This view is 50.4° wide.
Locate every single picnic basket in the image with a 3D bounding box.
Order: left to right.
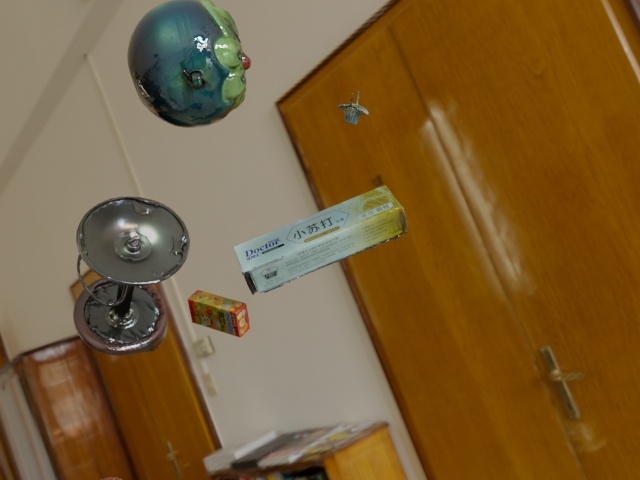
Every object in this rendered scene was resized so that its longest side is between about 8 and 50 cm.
[{"bbox_3d":[0.085,-0.342,1.753,0.083,0.083,0.065,19,17,17],"label":"picnic basket"}]

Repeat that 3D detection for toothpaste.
[{"bbox_3d":[0.000,0.000,1.250,0.312,0.089,0.071,-23,-48,-5],"label":"toothpaste"}]

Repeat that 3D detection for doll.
[{"bbox_3d":[-0.220,-0.293,1.120,0.186,0.199,0.322,-14,23,-11],"label":"doll"}]

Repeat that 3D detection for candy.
[{"bbox_3d":[-0.199,0.142,1.326,0.121,0.062,0.038,13,34,27],"label":"candy"}]

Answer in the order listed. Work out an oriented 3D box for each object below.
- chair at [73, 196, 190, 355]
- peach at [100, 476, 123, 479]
[{"bbox_3d":[-0.430,0.108,1.517,0.226,0.227,0.401,-18,-27,-30],"label":"chair"},{"bbox_3d":[-0.353,0.449,1.181,0.050,0.077,0.083,-12,-51,-24],"label":"peach"}]
